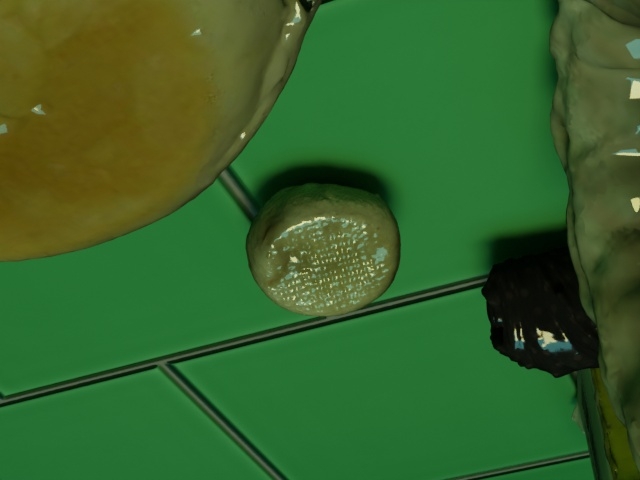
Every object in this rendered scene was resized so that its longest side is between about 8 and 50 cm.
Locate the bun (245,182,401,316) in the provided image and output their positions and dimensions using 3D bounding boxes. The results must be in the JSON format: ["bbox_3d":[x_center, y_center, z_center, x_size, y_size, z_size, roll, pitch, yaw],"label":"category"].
[{"bbox_3d":[0.000,0.000,0.676,0.086,0.054,0.086,-5,130,-5],"label":"bun"}]

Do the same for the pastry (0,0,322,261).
[{"bbox_3d":[-0.133,-0.104,0.468,0.265,0.133,0.264,0,145,0],"label":"pastry"}]

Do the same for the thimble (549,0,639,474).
[{"bbox_3d":[0.209,-0.022,0.469,0.195,0.291,0.291,-10,142,-2],"label":"thimble"}]

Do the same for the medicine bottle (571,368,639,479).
[{"bbox_3d":[0.288,0.113,0.761,0.250,0.137,0.141,-8,142,8],"label":"medicine bottle"}]

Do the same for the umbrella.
[{"bbox_3d":[0.255,0.035,0.683,0.326,0.094,0.090,-2,121,11],"label":"umbrella"}]
